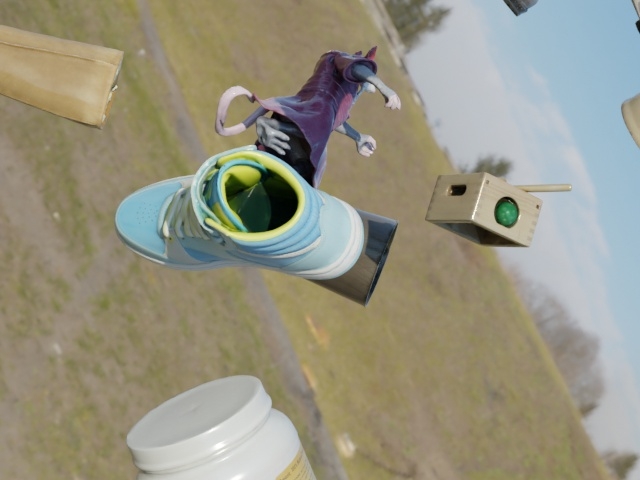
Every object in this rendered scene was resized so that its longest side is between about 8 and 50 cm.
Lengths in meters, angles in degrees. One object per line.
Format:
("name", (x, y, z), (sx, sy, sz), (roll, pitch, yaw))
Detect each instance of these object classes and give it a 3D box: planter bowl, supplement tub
("planter bowl", (0.591, -0.195, 1.883), (0.162, 0.109, 0.162), (32, 37, -29))
("supplement tub", (-0.109, 0.363, 1.523), (0.228, 0.228, 0.316), (-91, 160, -76))

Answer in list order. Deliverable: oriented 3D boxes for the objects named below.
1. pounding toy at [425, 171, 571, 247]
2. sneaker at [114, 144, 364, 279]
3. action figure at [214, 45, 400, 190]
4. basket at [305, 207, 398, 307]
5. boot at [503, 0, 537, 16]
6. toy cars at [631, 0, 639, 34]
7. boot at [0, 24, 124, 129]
("pounding toy", (0.249, -0.052, 1.598), (0.130, 0.100, 0.141), (23, -10, -28))
("sneaker", (-0.127, -0.042, 1.287), (0.208, 0.319, 0.127), (38, 57, -64))
("action figure", (-0.009, -0.242, 2.092), (0.275, 0.370, 0.248), (28, -36, 1))
("basket", (0.000, 0.000, 1.935), (0.227, 0.154, 0.204), (21, 14, 6))
("boot", (0.282, -0.435, 1.339), (0.118, 0.222, 0.338), (40, 40, -50))
("toy cars", (0.498, -0.449, 1.572), (0.176, 0.394, 0.087), (16, -11, 46))
("boot", (-0.417, -0.289, 1.649), (0.089, 0.269, 0.236), (111, -9, -67))
